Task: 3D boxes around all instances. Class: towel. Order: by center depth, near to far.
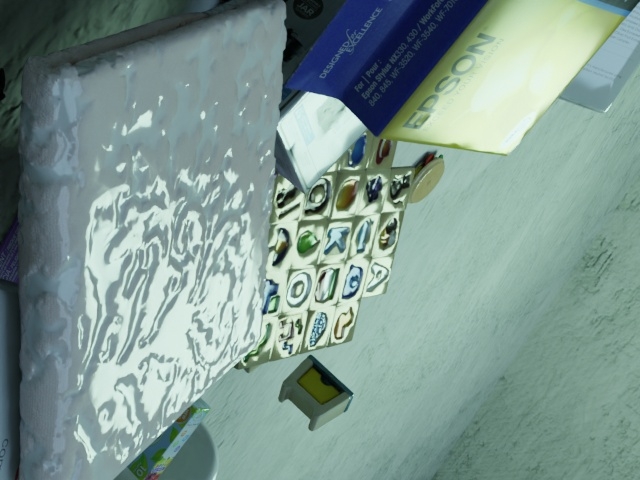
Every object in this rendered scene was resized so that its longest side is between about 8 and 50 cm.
[{"bbox_3d":[-0.122,-0.005,0.899,0.317,0.053,0.331,-40,140,-58],"label":"towel"}]

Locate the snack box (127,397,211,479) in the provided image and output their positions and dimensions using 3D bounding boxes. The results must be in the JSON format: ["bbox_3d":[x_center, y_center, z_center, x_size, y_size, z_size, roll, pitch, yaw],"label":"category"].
[{"bbox_3d":[-0.198,0.168,1.259,0.100,0.141,0.037,-53,159,10],"label":"snack box"}]

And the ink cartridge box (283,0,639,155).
[{"bbox_3d":[0.165,-0.211,1.071,0.307,0.072,0.303,-2,139,-50],"label":"ink cartridge box"}]

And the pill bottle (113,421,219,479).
[{"bbox_3d":[-0.231,0.336,1.463,0.161,0.161,0.283,-31,153,-42],"label":"pill bottle"}]

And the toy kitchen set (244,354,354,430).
[{"bbox_3d":[-0.005,0.110,1.522,0.122,0.166,0.207,-35,156,-34],"label":"toy kitchen set"}]

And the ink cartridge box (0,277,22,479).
[{"bbox_3d":[-0.335,0.133,0.738,0.395,0.166,0.285,28,77,-70],"label":"ink cartridge box"}]

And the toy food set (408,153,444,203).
[{"bbox_3d":[0.148,-0.088,1.704,0.083,0.020,0.082,-43,159,-16],"label":"toy food set"}]

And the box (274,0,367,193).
[{"bbox_3d":[0.039,-0.202,1.168,0.290,0.087,0.169,-46,158,-11],"label":"box"}]

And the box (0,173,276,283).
[{"bbox_3d":[-0.182,0.007,1.126,0.201,0.057,0.293,-57,159,21],"label":"box"}]

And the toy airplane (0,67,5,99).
[{"bbox_3d":[-0.268,-0.092,0.808,0.151,0.028,0.151,-43,158,-22],"label":"toy airplane"}]

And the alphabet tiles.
[{"bbox_3d":[0.000,0.000,1.394,0.342,0.011,0.285,-7,113,-54],"label":"alphabet tiles"}]

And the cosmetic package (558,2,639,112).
[{"bbox_3d":[0.306,-0.347,1.261,0.155,0.197,0.365,16,121,-29],"label":"cosmetic package"}]
